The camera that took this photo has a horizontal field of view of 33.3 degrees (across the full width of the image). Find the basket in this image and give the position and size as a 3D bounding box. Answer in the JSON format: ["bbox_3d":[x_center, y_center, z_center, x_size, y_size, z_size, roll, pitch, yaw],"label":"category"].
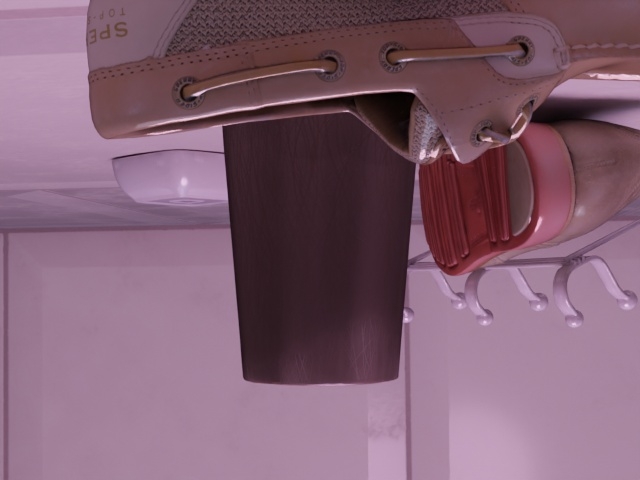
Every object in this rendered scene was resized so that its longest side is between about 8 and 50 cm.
[{"bbox_3d":[0.000,0.000,0.873,0.154,0.227,0.204,1,177,-29],"label":"basket"}]

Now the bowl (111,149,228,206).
[{"bbox_3d":[-0.156,-0.070,1.249,0.142,0.053,0.142,-4,175,43],"label":"bowl"}]

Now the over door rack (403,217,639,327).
[{"bbox_3d":[0.262,0.012,1.239,0.239,0.108,0.324,-3,-156,42],"label":"over door rack"}]

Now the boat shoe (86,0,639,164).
[{"bbox_3d":[0.048,-0.080,0.477,0.302,0.098,0.109,0,178,-20],"label":"boat shoe"}]

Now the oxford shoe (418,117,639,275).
[{"bbox_3d":[0.197,-0.042,1.054,0.146,0.140,0.397,-9,-177,-11],"label":"oxford shoe"}]
